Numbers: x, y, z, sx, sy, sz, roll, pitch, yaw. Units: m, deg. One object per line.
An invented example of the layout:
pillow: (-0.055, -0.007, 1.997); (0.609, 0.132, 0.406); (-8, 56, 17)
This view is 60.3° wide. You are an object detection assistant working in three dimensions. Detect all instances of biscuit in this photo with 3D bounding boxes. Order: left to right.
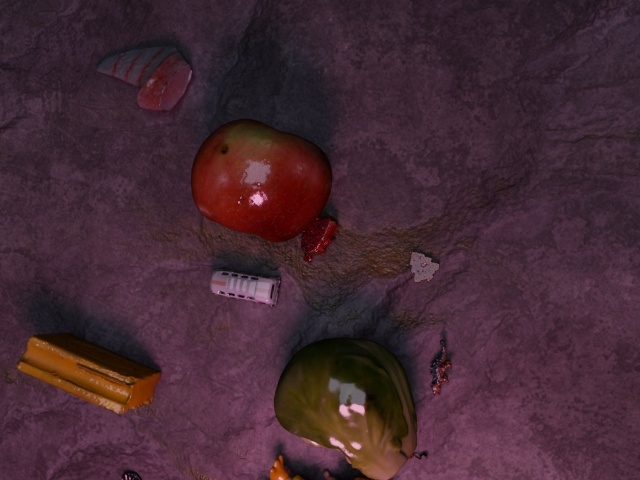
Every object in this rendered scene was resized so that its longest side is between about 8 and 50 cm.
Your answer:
biscuit: (0.274, 0.070, 1.495); (0.082, 0.016, 0.092); (-38, 82, 8)

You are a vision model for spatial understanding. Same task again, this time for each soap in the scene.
soap: (-0.612, 0.351, 1.484); (0.324, 0.204, 0.096); (21, 86, 7)

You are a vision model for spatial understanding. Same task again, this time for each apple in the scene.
apple: (-0.150, -0.149, 1.400); (0.348, 0.348, 0.277); (22, 95, 7)

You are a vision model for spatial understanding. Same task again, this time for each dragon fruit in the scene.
dragon fruit: (0.002, 0.000, 1.520); (0.097, 0.063, 0.131); (6, 82, 42)

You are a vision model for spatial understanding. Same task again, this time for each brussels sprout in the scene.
brussels sprout: (0.076, 0.404, 1.366); (0.371, 0.276, 0.315); (33, 94, 7)

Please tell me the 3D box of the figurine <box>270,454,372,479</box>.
figurine: (0.020, 0.687, 1.403); (0.344, 0.187, 0.215); (19, 94, 11)

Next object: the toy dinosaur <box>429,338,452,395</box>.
toy dinosaur: (0.317, 0.337, 1.457); (0.055, 0.049, 0.154); (6, 92, 10)

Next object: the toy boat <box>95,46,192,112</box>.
toy boat: (-0.521, -0.491, 1.599); (0.282, 0.096, 0.206); (24, 83, 20)

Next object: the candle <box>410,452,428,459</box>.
candle: (0.201, 0.568, 1.469); (0.167, 0.021, 0.026); (6, 113, 5)

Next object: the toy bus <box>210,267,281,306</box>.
toy bus: (-0.211, 0.125, 1.509); (0.194, 0.089, 0.087); (10, 87, 8)

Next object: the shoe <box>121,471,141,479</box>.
shoe: (-0.521, 0.726, 1.525); (0.062, 0.053, 0.159); (-12, 88, 9)
